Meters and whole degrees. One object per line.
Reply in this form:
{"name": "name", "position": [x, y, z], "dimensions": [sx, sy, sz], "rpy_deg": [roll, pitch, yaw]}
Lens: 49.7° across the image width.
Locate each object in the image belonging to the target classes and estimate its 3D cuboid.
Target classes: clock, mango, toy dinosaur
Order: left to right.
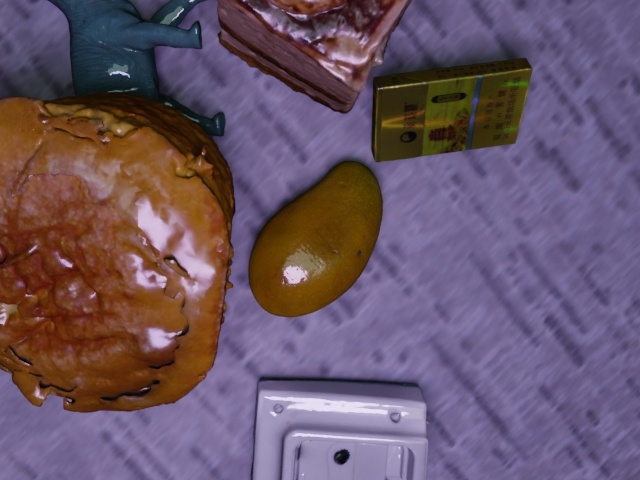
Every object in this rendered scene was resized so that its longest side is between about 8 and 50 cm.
{"name": "toy dinosaur", "position": [-0.292, -0.191, 0.851], "dimensions": [0.330, 0.129, 0.384], "rpy_deg": [0, 97, 6]}
{"name": "mango", "position": [0.000, 0.000, 0.887], "dimensions": [0.136, 0.099, 0.228], "rpy_deg": [38, 83, -1]}
{"name": "clock", "position": [0.022, 0.323, 0.911], "dimensions": [0.231, 0.116, 0.263], "rpy_deg": [4, 95, -5]}

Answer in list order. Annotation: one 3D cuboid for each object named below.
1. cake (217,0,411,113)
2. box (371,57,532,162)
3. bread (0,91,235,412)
{"name": "cake", "position": [0.008, -0.278, 0.757], "dimensions": [0.198, 0.293, 0.196], "rpy_deg": [32, 88, -7]}
{"name": "box", "position": [0.162, -0.164, 0.878], "dimensions": [0.193, 0.030, 0.121], "rpy_deg": [-9, 139, -4]}
{"name": "bread", "position": [-0.243, 0.013, 0.772], "dimensions": [0.336, 0.204, 0.359], "rpy_deg": [20, 117, 8]}
